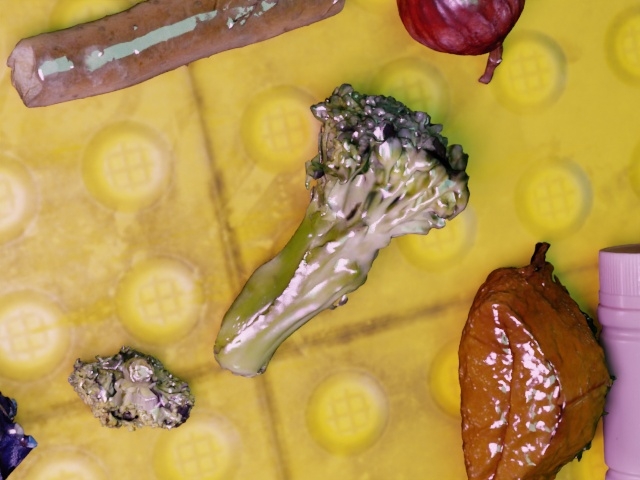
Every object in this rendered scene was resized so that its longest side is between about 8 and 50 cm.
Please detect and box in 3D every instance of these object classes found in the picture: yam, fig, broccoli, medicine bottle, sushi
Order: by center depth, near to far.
[{"bbox_3d":[-0.169,0.135,1.315,0.095,0.092,0.097,-28,82,-25],"label":"broccoli"},{"bbox_3d":[-0.126,-0.191,1.318,0.317,0.067,0.071,-19,85,-15],"label":"yam"},{"bbox_3d":[0.002,0.001,1.346,0.165,0.145,0.304,34,95,-25],"label":"broccoli"},{"bbox_3d":[0.132,-0.218,1.362,0.128,0.128,0.150,-5,100,-15],"label":"fig"},{"bbox_3d":[0.212,0.148,1.401,0.149,0.140,0.287,-3,95,23],"label":"sushi"},{"bbox_3d":[0.340,0.130,1.432,0.133,0.133,0.250,-6,95,-15],"label":"medicine bottle"}]

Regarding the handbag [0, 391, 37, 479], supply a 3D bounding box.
[{"bbox_3d":[-0.367,0.120,1.222,0.260,0.162,0.113,38,82,-17],"label":"handbag"}]
